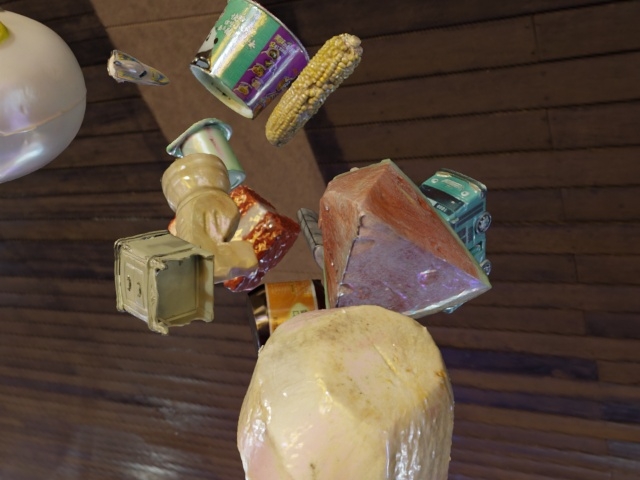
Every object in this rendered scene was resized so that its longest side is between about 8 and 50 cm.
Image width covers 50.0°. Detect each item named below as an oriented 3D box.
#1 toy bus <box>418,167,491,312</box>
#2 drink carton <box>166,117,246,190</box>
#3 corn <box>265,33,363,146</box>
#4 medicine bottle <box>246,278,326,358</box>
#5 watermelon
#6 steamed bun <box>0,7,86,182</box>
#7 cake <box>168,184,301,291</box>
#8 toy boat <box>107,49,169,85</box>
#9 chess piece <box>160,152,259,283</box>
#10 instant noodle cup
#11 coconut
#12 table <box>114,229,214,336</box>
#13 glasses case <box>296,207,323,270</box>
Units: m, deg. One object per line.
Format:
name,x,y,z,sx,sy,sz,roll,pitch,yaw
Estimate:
toy bus,0.247,0.003,1.353,0.128,0.147,0.256,31,143,41
drink carton,-0.258,-0.191,1.655,0.144,0.142,0.146,-37,159,17
corn,-0.019,-0.312,1.435,0.086,0.086,0.288,37,117,-14
medicine bottle,0.010,0.209,1.838,0.395,0.242,0.242,-10,139,-7
watermelon,0.133,-0.011,1.126,0.251,0.283,0.292,-11,172,-17
steamed bun,-0.619,-0.255,1.240,0.334,0.374,0.333,36,138,41
cake,-0.267,-0.033,2.173,0.319,0.269,0.270,41,-175,10
toy boat,-0.516,-0.478,1.958,0.066,0.084,0.210,-17,167,37
chess piece,-0.211,-0.030,1.280,0.137,0.300,0.137,-12,136,-12
instant noodle cup,-0.177,-0.419,1.616,0.251,0.190,0.251,36,174,4
coconut,0.019,0.185,0.665,0.197,0.236,0.237,13,145,-15
table,-0.153,0.041,0.674,0.083,0.062,0.079,20,115,41
glasses case,0.000,0.000,1.771,0.060,0.299,0.114,-45,111,7
